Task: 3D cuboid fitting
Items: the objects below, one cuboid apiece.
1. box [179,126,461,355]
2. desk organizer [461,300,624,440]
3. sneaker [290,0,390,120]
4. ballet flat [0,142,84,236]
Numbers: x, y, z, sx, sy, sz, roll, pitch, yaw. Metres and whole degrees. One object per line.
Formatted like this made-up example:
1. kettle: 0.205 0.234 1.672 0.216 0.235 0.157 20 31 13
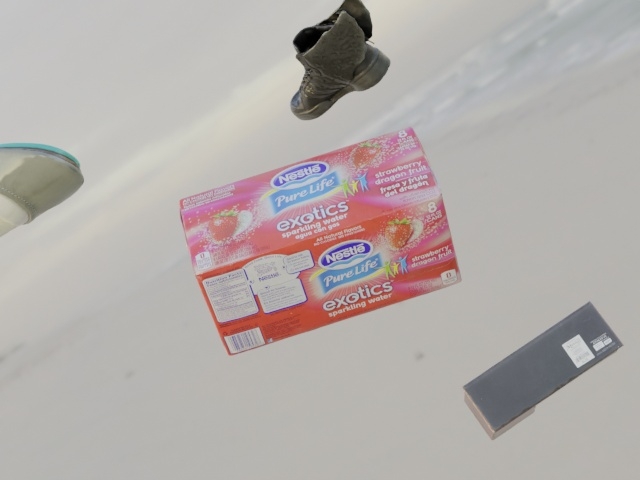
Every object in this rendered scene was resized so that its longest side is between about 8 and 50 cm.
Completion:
1. box: 0.000 0.000 1.480 0.257 0.128 0.122 -18 43 0
2. desk organizer: 0.183 0.110 1.215 0.130 0.047 0.050 -33 -18 -6
3. sneaker: 0.003 -0.179 1.444 0.170 0.089 0.051 -21 41 48
4. ballet flat: -0.254 -0.023 1.026 0.213 0.072 0.068 -2 62 34
